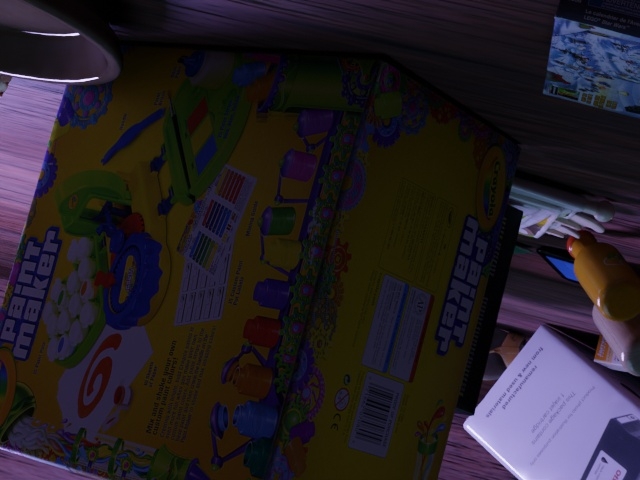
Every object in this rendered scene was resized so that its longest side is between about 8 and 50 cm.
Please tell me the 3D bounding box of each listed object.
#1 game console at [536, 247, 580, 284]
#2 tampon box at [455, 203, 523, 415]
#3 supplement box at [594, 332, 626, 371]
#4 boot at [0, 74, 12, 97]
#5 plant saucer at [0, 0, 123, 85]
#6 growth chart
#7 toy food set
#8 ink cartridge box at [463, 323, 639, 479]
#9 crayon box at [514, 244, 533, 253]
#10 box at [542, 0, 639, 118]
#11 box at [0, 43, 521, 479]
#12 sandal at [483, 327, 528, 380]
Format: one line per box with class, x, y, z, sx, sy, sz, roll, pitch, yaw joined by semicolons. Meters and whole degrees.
game console;0.250;0.059;1.486;0.071;0.107;0.122;-18;161;17
tampon box;0.060;0.037;1.230;0.101;0.161;0.120;24;167;-38
supplement box;0.323;0.100;1.628;0.098;0.062;0.036;5;168;46
boot;-0.287;-0.134;1.263;0.084;0.059;0.158;22;161;-20
plant saucer;-0.255;-0.163;1.052;0.278;0.041;0.278;15;171;3
growth chart;0.118;-0.030;1.301;0.172;0.021;0.237;17;171;-14
toy food set;0.305;0.064;1.333;0.232;0.111;0.104;7;-155;-15
ink cartridge box;0.402;0.299;1.927;0.395;0.166;0.285;42;-170;37
crayon box;0.000;0.000;1.500;0.323;0.083;0.203;18;171;-22
box;0.160;-0.090;0.818;0.094;0.027;0.137;16;172;7
box;-0.055;0.034;1.121;0.279;0.290;0.177;9;170;39
sandal;0.243;0.146;2.068;0.180;0.072;0.049;20;155;-34
